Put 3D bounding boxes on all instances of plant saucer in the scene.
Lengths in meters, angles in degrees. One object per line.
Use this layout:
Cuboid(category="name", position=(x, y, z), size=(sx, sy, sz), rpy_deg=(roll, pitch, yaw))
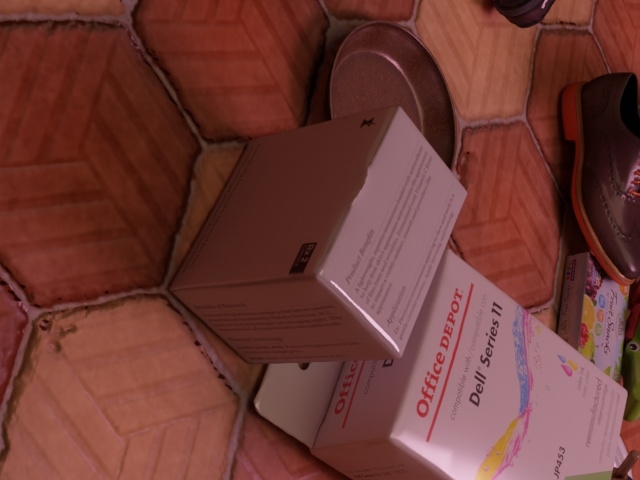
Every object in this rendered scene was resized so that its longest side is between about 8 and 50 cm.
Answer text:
Cuboid(category="plant saucer", position=(0.067, -0.125, 1.133), size=(0.198, 0.036, 0.198), rpy_deg=(11, 75, -44))

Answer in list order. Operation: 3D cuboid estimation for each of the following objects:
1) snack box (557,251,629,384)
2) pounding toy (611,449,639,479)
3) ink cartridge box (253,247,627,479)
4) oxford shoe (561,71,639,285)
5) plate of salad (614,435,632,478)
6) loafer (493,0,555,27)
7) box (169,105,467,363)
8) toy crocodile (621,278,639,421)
Cuboid(category="snack box", position=(0.340, 0.099, 1.371), size=(0.100, 0.037, 0.141), rpy_deg=(31, 62, -39))
Cuboid(category="pounding toy", position=(0.331, 0.283, 1.201), size=(0.141, 0.130, 0.100), rpy_deg=(17, 76, -34))
Cuboid(category="ink cartridge box", position=(0.127, 0.154, 1.051), size=(0.353, 0.119, 0.207), rpy_deg=(36, 57, -25))
Cuboid(category="oxford shoe", position=(0.374, -0.081, 1.372), size=(0.097, 0.098, 0.271), rpy_deg=(3, 75, -49))
Cuboid(category="plate of salad", position=(0.294, 0.296, 1.284), size=(0.200, 0.048, 0.200), rpy_deg=(3, 85, -35))
Cuboid(category="loafer", position=(0.291, -0.372, 1.358), size=(0.095, 0.109, 0.302), rpy_deg=(42, 53, -38))
Cuboid(category="box", position=(0.000, 0.000, 0.939), size=(0.119, 0.182, 0.181), rpy_deg=(47, 53, -32))
Cuboid(category="toy crocodile", position=(0.450, 0.082, 1.442), size=(0.115, 0.105, 0.340), rpy_deg=(90, 25, -59))
